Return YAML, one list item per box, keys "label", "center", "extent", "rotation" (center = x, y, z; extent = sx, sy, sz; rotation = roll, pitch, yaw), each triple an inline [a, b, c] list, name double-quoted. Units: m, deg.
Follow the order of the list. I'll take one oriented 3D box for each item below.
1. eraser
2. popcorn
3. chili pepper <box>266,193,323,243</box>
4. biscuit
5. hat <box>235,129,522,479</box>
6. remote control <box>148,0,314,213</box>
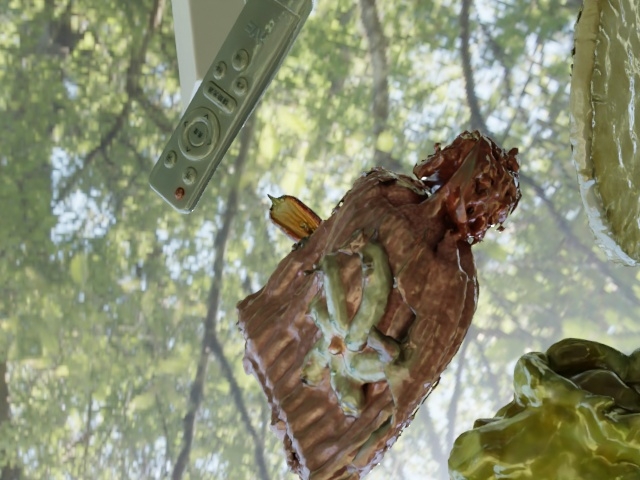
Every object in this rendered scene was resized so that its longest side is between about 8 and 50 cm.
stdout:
- label: "eraser"
  center: [-0.138, -0.278, 1.517]
  extent: [0.076, 0.078, 0.298]
  rotation: [4, -128, -18]
- label: "popcorn"
  center: [0.239, 0.205, 1.079]
  extent: [0.270, 0.258, 0.224]
  rotation: [-40, -118, -1]
- label: "chili pepper"
  center: [0.000, 0.000, 1.494]
  extent: [0.178, 0.027, 0.045]
  rotation: [40, -89, -9]
- label: "biscuit"
  center: [0.150, -0.061, 0.568]
  extent: [0.020, 0.152, 0.152]
  rotation: [1, -136, 36]
- label: "hat"
  center: [0.038, 0.033, 0.895]
  extent: [0.107, 0.286, 0.237]
  rotation: [24, -156, -38]
- label: "remote control"
  center: [-0.063, -0.105, 0.872]
  extent: [0.050, 0.184, 0.027]
  rotation: [40, -165, 33]
